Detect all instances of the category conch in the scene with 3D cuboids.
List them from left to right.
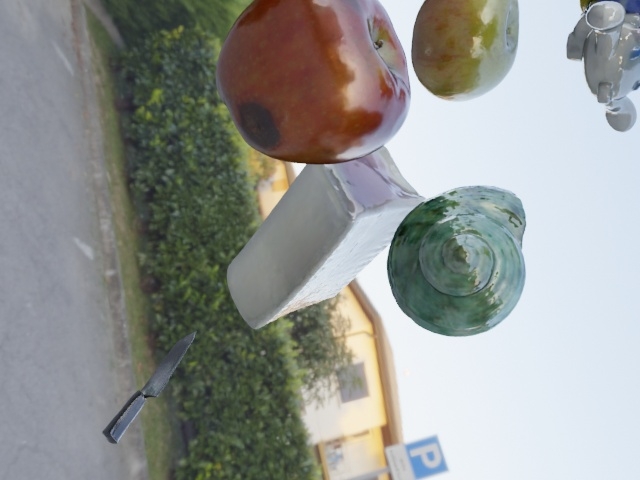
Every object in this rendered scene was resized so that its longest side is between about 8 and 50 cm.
[{"bbox_3d":[0.150,0.014,0.603,0.122,0.176,0.188,48,11,-20],"label":"conch"}]

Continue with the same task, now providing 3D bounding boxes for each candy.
[{"bbox_3d":[-0.003,-0.001,0.987,0.145,0.208,0.359,57,-46,16],"label":"candy"}]

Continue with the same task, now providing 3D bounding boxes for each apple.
[{"bbox_3d":[-0.008,-0.192,0.676,0.230,0.229,0.230,168,-90,-81],"label":"apple"},{"bbox_3d":[0.300,-0.420,1.165,0.194,0.261,0.261,10,-59,32],"label":"apple"}]

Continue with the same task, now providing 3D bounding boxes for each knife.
[{"bbox_3d":[-0.279,0.243,0.960,0.028,0.060,0.230,56,46,-25],"label":"knife"}]

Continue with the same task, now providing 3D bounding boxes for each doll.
[{"bbox_3d":[0.469,-0.347,0.913,0.159,0.311,0.243,33,-79,33],"label":"doll"}]
